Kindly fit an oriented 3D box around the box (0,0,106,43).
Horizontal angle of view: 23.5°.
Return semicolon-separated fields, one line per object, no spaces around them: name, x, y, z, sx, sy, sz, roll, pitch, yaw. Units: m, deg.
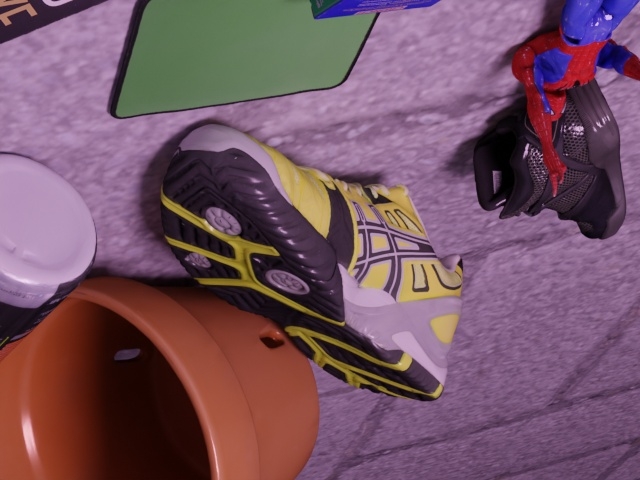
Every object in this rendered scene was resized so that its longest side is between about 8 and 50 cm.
box;-0.206;-0.195;0.727;0.243;0.076;0.307;-21;157;3

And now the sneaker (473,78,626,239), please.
sneaker;0.203;-0.056;1.376;0.130;0.087;0.227;-21;154;6

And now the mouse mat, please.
mouse mat;-0.048;-0.138;1.081;0.190;0.007;0.152;-11;156;-23

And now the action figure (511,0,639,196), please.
action figure;0.214;-0.140;1.137;0.092;0.139;0.280;-12;159;-15

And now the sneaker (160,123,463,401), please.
sneaker;0.000;0.000;1.297;0.145;0.147;0.384;6;156;33

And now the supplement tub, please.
supplement tub;-0.258;0.030;1.142;0.117;0.117;0.190;2;149;-43

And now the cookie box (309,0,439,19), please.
cookie box;0.051;-0.177;0.987;0.092;0.040;0.107;-10;177;-24

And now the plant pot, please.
plant pot;-0.138;0.161;1.367;0.291;0.290;0.203;-38;168;36
